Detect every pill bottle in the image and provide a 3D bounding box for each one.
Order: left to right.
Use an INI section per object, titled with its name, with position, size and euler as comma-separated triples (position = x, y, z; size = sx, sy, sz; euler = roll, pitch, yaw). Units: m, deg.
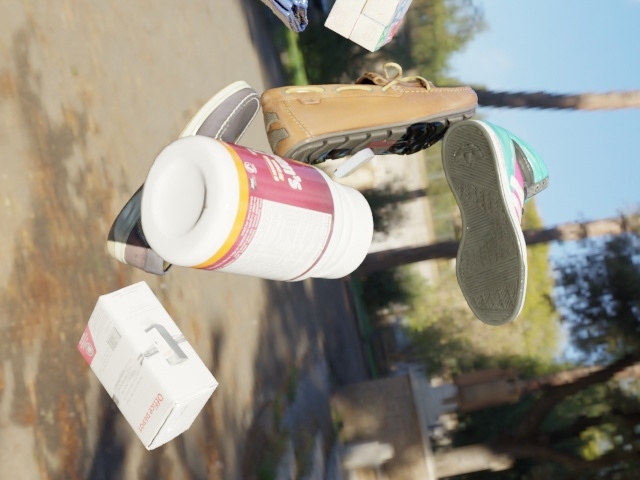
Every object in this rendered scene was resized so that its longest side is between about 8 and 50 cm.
[pill bottle]
position = -0.055, -0.024, 1.049
size = 0.221, 0.121, 0.121
euler = 11, 63, -49

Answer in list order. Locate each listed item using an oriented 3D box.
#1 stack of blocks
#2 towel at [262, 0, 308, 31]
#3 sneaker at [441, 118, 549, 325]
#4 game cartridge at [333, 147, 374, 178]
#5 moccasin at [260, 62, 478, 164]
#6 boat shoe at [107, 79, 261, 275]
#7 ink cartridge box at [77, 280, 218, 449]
[stack of blocks]
position = 0.116, -0.432, 1.589
size = 0.297, 0.087, 0.171
euler = -62, 173, 23
[towel]
position = -0.140, -0.421, 1.492
size = 0.336, 0.040, 0.243
euler = 45, 4, -3
[sneaker]
position = 0.264, -0.035, 1.585
size = 0.178, 0.124, 0.295
euler = -17, 100, -56
[game cartridge]
position = 0.050, -0.110, 1.533
size = 0.017, 0.056, 0.083
euler = 51, 14, 3
[moccasin]
position = 0.081, -0.205, 1.680
size = 0.139, 0.380, 0.147
euler = -50, -124, 59
[boat shoe]
position = -0.152, -0.075, 1.367
size = 0.285, 0.092, 0.103
euler = -54, 164, -19
[ink cartridge box]
position = -0.278, 0.199, 1.727
size = 0.218, 0.092, 0.158
euler = 53, -42, 18
